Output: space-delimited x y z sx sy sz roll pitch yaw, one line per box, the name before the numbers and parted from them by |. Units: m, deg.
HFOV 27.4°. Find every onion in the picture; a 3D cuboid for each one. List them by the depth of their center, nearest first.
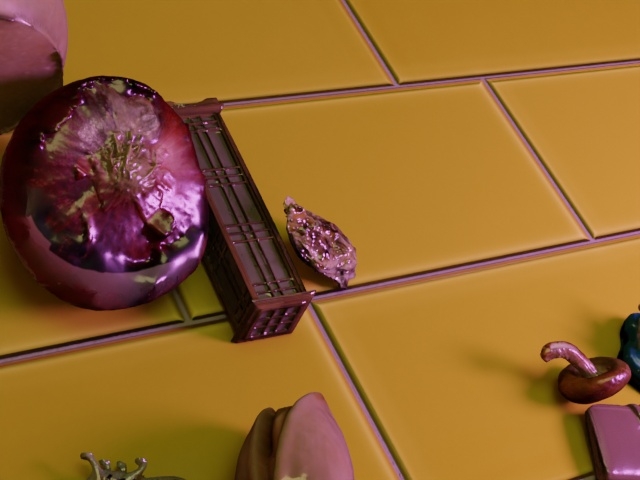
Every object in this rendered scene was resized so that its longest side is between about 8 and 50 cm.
onion | -0.261 -0.048 1.535 0.272 0.195 0.272 4 83 -37

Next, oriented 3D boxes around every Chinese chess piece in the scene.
Chinese chess piece | -0.450 -0.220 1.465 0.338 0.338 0.141 -6 66 -30

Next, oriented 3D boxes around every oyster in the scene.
oyster | -0.001 0.003 1.660 0.165 0.053 0.108 19 54 -53

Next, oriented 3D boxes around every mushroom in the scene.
mushroom | 0.330 0.172 1.685 0.129 0.073 0.088 19 14 -17

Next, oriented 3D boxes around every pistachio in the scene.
pistachio | -0.026 0.263 1.401 0.143 0.144 0.215 18 40 -11

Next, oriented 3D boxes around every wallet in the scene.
wallet | 0.412 0.262 1.677 0.152 0.039 0.118 6 52 -20

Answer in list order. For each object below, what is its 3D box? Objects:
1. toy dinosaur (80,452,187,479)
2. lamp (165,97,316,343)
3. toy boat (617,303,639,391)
toy dinosaur | -0.211 0.250 1.387 0.180 0.037 0.058 -3 77 -19
lamp | -0.117 -0.031 1.636 0.089 0.090 0.325 -9 56 -31
toy boat | 0.554 0.181 1.782 0.298 0.092 0.134 24 42 -5
